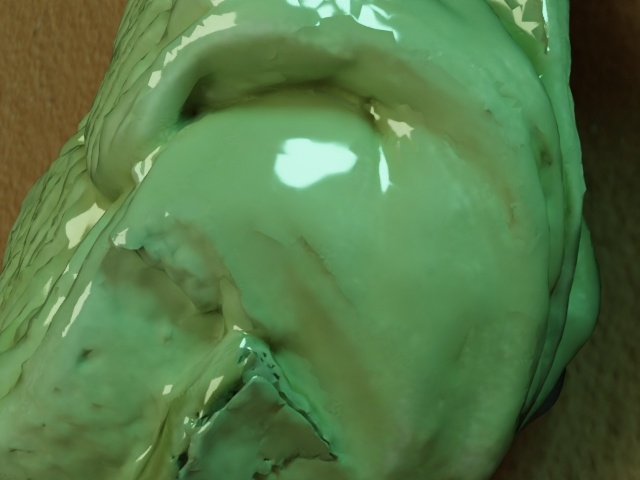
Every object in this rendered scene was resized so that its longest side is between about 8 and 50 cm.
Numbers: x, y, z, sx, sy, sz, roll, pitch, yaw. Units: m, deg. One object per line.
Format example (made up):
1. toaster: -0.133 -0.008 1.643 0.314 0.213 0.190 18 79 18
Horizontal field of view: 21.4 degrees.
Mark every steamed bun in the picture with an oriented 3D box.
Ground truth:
1. steamed bun: 0.000 0.000 0.729 0.346 0.238 0.394 -39 28 64
